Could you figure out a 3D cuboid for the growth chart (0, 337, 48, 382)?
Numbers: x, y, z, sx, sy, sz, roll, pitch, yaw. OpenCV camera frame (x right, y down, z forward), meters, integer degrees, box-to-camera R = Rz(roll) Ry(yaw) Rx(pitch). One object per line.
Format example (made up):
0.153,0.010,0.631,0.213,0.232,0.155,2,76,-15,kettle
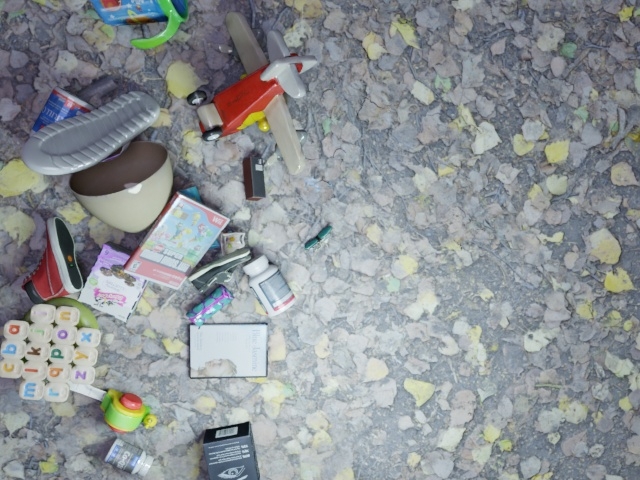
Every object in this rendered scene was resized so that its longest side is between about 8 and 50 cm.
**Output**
-0.886,0.364,1.699,0.237,0.021,0.172,11,96,-6,growth chart

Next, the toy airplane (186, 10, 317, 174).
-0.159,-0.425,1.560,0.384,0.272,0.386,25,109,23,toy airplane

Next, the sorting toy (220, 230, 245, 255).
-0.274,0.000,1.708,0.075,0.045,0.083,-6,128,-19,sorting toy

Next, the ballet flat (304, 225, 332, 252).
0.000,0.000,1.744,0.114,0.041,0.041,-40,99,0,ballet flat

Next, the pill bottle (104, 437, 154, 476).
-0.610,0.697,1.735,0.137,0.078,0.078,29,93,-8,pill bottle

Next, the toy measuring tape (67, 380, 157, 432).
-0.665,0.512,1.681,0.330,0.121,0.121,27,93,-12,toy measuring tape

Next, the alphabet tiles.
-0.813,0.337,1.634,0.278,0.021,0.284,6,85,-6,alphabet tiles

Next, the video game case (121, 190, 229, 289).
-0.428,0.008,1.623,0.285,0.025,0.204,-52,139,8,video game case

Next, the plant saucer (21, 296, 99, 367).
-0.810,0.294,1.668,0.241,0.037,0.240,0,86,-6,plant saucer

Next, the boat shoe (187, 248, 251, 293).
-0.300,0.092,1.674,0.233,0.084,0.079,-27,102,23,boat shoe

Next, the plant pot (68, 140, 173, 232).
-0.548,-0.135,1.576,0.284,0.284,0.191,-16,129,-4,plant pot

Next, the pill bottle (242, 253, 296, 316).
-0.165,0.138,1.703,0.108,0.108,0.180,-30,99,-2,pill bottle

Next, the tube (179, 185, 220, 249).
-0.383,-0.065,1.691,0.080,0.052,0.207,-15,104,1,tube

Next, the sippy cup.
-0.521,-0.712,1.525,0.224,0.305,0.240,-10,141,6,sippy cup

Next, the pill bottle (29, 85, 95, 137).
-0.763,-0.323,1.581,0.124,0.124,0.221,29,93,-8,pill bottle

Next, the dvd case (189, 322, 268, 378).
-0.296,0.359,1.757,0.253,0.022,0.180,0,96,-6,dvd case

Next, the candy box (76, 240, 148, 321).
-0.624,0.127,1.673,0.165,0.070,0.196,26,93,-9,candy box

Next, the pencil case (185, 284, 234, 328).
-0.347,0.207,1.711,0.152,0.070,0.064,-40,99,-1,pencil case

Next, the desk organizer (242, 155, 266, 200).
-0.207,-0.191,1.689,0.047,0.050,0.130,1,80,-39,desk organizer

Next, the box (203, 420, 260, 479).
-0.285,0.714,1.755,0.153,0.108,0.207,-8,98,-5,box

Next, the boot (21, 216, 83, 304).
-0.830,0.061,1.628,0.176,0.088,0.244,-18,80,8,boot

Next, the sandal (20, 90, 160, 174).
-0.630,-0.286,1.547,0.169,0.102,0.416,45,58,13,sandal
